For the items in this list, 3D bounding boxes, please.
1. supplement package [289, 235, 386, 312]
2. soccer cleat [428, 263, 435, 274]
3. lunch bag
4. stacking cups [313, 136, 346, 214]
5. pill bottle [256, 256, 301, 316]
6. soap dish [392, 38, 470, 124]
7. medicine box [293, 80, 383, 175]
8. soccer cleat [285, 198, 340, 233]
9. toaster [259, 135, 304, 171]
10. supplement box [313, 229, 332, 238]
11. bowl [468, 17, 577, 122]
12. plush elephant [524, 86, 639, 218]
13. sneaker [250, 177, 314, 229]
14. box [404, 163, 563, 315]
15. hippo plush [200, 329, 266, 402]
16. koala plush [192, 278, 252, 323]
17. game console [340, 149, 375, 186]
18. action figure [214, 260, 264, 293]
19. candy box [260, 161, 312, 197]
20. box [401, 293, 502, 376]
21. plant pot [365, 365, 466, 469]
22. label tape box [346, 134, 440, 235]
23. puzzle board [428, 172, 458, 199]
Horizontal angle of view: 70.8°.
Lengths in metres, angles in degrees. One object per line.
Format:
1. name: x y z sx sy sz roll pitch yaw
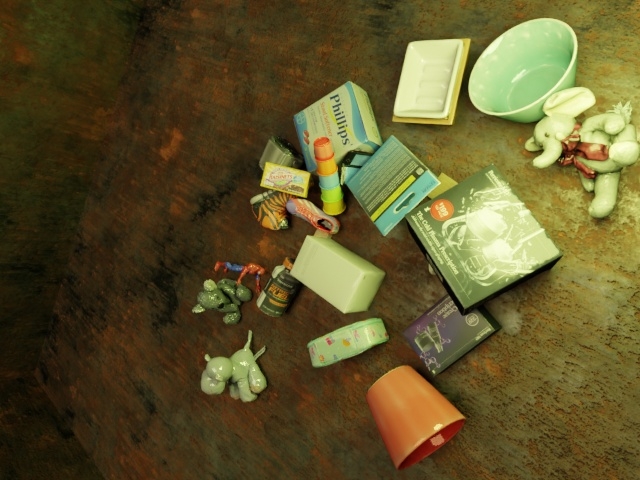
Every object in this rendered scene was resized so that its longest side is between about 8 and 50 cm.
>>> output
1. supplement package: 0.064 0.127 1.728 0.293 0.178 0.175 32 104 33
2. soccer cleat: 0.411 0.021 1.571 0.076 0.068 0.196 23 101 54
3. lunch bag: 0.099 0.375 1.661 0.279 0.224 0.107 -27 75 24
4. stacking cups: 0.036 -0.247 1.719 0.096 0.096 0.316 26 142 34
5. pill bottle: -0.162 0.192 1.909 0.130 0.131 0.245 38 108 31
6. soap dish: 0.394 -0.551 1.590 0.229 0.118 0.290 14 94 35
7. medicine box: 0.070 -0.429 1.787 0.290 0.149 0.263 -24 73 32
8. soccer cleat: -0.035 -0.100 1.823 0.248 0.095 0.083 29 105 10
9. toaster: -0.177 -0.351 1.960 0.227 0.129 0.146 48 115 41
10. supplement box: 0.000 0.000 1.868 0.062 0.036 0.098 35 106 32
11. bowl: 0.630 -0.483 1.366 0.312 0.163 0.311 -22 57 39
12. plush elephant: 0.714 -0.272 1.265 0.256 0.271 0.329 11 63 22
13. sneaker: -0.144 -0.149 1.947 0.321 0.125 0.179 -22 87 29
14. box: 0.483 0.002 1.386 0.313 0.179 0.343 -31 68 5
15. hippo plush: -0.381 0.589 1.964 0.234 0.237 0.294 40 109 31
16. koala plush: -0.475 0.265 2.065 0.203 0.221 0.196 37 107 32
17. game console: 0.157 -0.267 1.707 0.124 0.144 0.085 124 144 -55
18. action figure: -0.368 0.168 2.080 0.281 0.092 0.138 -2 78 36
19. candy box: -0.141 -0.249 1.846 0.206 0.027 0.105 16 94 18
20. box: 0.433 0.299 1.506 0.261 0.103 0.184 -47 65 22
21. plant pot: 0.294 0.572 1.496 0.274 0.275 0.243 -52 52 20
22. label tape box: 0.263 -0.179 1.568 0.249 0.115 0.347 -46 40 16
23. puzzle board: 0.449 -0.165 1.586 0.128 0.011 0.096 43 109 29
